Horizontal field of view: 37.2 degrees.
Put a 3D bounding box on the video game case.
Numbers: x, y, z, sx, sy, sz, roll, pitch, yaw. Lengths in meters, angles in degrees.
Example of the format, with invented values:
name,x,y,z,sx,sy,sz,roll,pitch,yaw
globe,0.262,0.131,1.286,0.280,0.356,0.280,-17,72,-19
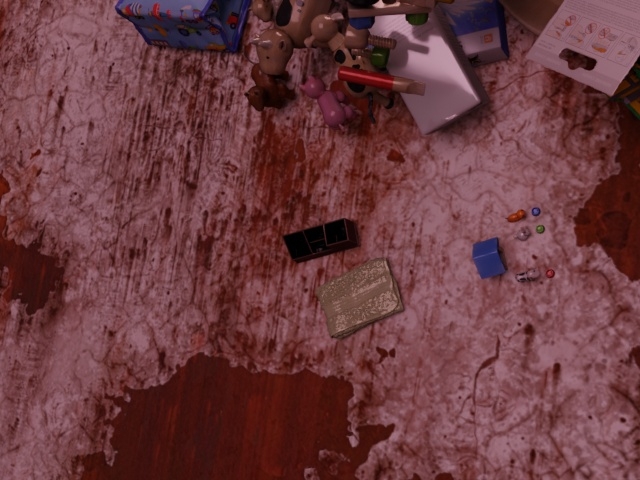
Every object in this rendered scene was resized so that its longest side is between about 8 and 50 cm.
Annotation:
name,x,y,z,sx,sy,sz,roll,pitch,yaw
video game case,0.196,-0.427,1.685,0.244,0.061,0.269,-10,75,23

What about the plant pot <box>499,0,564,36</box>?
name,x,y,z,sx,sy,sz,roll,pitch,yaw
plant pot,0.418,-0.531,1.459,0.305,0.334,0.333,-30,66,-6

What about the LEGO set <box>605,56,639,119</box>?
name,x,y,z,sx,sy,sz,roll,pitch,yaw
LEGO set,0.551,-0.275,1.322,0.255,0.331,0.192,49,139,-8

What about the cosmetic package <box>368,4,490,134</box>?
name,x,y,z,sx,sy,sz,roll,pitch,yaw
cosmetic package,0.175,-0.304,1.593,0.117,0.085,0.231,-28,88,24

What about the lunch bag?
name,x,y,z,sx,sy,sz,roll,pitch,yaw
lunch bag,-0.238,-0.539,1.899,0.221,0.138,0.293,11,72,28

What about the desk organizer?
name,x,y,z,sx,sy,sz,roll,pitch,yaw
desk organizer,0.000,0.000,1.697,0.130,0.050,0.047,-16,73,22

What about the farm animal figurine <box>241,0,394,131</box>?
name,x,y,z,sx,sy,sz,roll,pitch,yaw
farm animal figurine,-0.024,-0.360,1.670,0.330,0.172,0.326,1,82,41

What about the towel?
name,x,y,z,sx,sy,sz,roll,pitch,yaw
towel,0.066,0.100,1.659,0.148,0.027,0.110,-26,69,19

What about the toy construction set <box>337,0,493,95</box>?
name,x,y,z,sx,sy,sz,roll,pitch,yaw
toy construction set,0.168,-0.372,1.432,0.237,0.257,0.308,15,111,11

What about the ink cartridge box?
name,x,y,z,sx,sy,sz,roll,pitch,yaw
ink cartridge box,0.405,-0.304,1.265,0.224,0.056,0.181,-58,38,9

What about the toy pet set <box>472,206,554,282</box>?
name,x,y,z,sx,sy,sz,roll,pitch,yaw
toy pet set,0.307,0.011,1.539,0.114,0.065,0.122,-17,72,22
